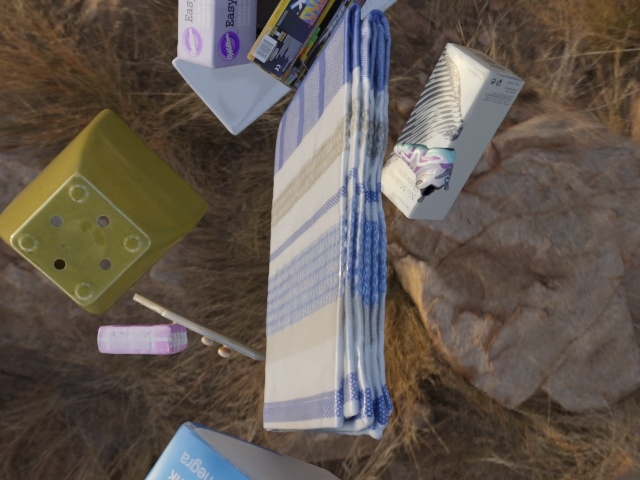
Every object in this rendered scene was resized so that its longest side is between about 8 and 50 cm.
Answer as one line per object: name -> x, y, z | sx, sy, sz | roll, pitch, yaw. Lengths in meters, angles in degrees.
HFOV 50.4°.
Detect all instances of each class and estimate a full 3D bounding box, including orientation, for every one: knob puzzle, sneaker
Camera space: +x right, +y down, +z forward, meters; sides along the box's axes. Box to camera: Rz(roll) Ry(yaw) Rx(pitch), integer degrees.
knob puzzle -> -0.159, 0.142, 0.979 | 0.213, 0.213, 0.030 | 24, 81, 7
sneaker -> 0.120, -0.080, 0.818 | 0.038, 0.098, 0.069 | -1, 102, -30

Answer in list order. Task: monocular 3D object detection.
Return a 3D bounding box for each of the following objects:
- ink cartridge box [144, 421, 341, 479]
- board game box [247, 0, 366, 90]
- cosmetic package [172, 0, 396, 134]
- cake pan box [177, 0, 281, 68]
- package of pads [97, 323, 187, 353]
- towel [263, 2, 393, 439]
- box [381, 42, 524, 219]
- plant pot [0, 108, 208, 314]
ink cartridge box -> -0.089, 0.359, 0.475 | 0.166, 0.285, 0.395 | 28, 78, 30
board game box -> -0.001, -0.249, 0.746 | 0.048, 0.141, 0.170 | 35, 100, 6
cosmetic package -> -0.030, -0.393, 1.196 | 0.453, 0.230, 0.161 | -40, 104, 2
cake pan box -> -0.058, -0.343, 0.809 | 0.070, 0.245, 0.267 | 26, 122, 34
package of pads -> -0.189, 0.105, 0.726 | 0.083, 0.050, 0.032 | -1, 82, 9
towel -> 0.000, 0.000, 0.504 | 0.034, 0.209, 0.285 | 7, 72, -18
box -> 0.207, -0.174, 1.128 | 0.113, 0.094, 0.275 | 49, 125, 38
plant pot -> -0.116, -0.010, 0.355 | 0.081, 0.083, 0.081 | -43, 105, 6
